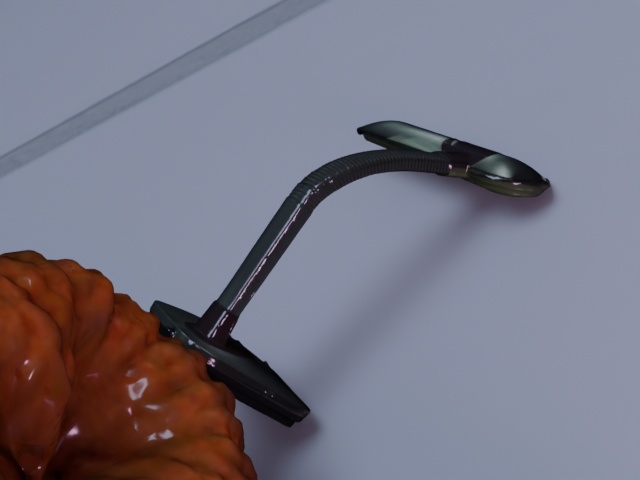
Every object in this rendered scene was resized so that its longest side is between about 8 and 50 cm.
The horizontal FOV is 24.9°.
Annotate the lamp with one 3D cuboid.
[{"bbox_3d":[-0.003,-0.006,1.065,0.283,0.124,0.203,-43,24,-8],"label":"lamp"}]

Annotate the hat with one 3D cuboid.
[{"bbox_3d":[-0.252,0.186,0.912,0.400,0.285,0.285,-31,34,32],"label":"hat"}]
